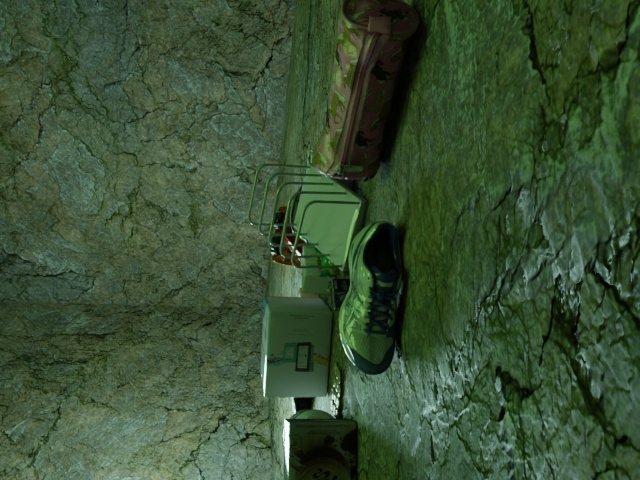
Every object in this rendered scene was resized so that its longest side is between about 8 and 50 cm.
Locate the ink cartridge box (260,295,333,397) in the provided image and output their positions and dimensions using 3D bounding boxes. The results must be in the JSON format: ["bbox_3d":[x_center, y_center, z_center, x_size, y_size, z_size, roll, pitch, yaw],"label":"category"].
[{"bbox_3d":[-0.081,0.329,1.968,0.198,0.197,0.269,-134,48,-77],"label":"ink cartridge box"}]

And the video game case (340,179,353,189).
[{"bbox_3d":[0.078,-0.263,1.698,0.193,0.023,0.212,-98,15,-49],"label":"video game case"}]

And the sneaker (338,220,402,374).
[{"bbox_3d":[0.100,0.105,1.198,0.131,0.112,0.296,125,146,-72],"label":"sneaker"}]

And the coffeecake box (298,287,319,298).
[{"bbox_3d":[-0.046,0.279,2.169,0.142,0.068,0.185,-104,19,-63],"label":"coffeecake box"}]

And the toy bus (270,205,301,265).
[{"bbox_3d":[-0.096,-0.029,2.410,0.211,0.150,0.220,-54,-29,-78],"label":"toy bus"}]

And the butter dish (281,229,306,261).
[{"bbox_3d":[-0.045,0.007,2.132,0.160,0.118,0.160,49,178,-11],"label":"butter dish"}]

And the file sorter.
[{"bbox_3d":[-0.045,-0.066,1.603,0.278,0.173,0.192,41,125,50],"label":"file sorter"}]

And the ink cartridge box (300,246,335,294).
[{"bbox_3d":[-0.010,0.082,1.931,0.089,0.092,0.143,101,169,-46],"label":"ink cartridge box"}]

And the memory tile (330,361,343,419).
[{"bbox_3d":[0.045,0.421,1.747,0.113,0.012,0.147,-139,53,-78],"label":"memory tile"}]

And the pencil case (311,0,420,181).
[{"bbox_3d":[0.083,-0.299,1.270,0.167,0.160,0.386,54,148,34],"label":"pencil case"}]

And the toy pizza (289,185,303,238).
[{"bbox_3d":[-0.024,-0.098,1.949,0.201,0.032,0.201,-32,-49,-46],"label":"toy pizza"}]

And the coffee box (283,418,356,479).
[{"bbox_3d":[-0.003,0.590,1.524,0.119,0.168,0.296,132,139,-76],"label":"coffee box"}]

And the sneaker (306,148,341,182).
[{"bbox_3d":[0.013,-0.180,1.850,0.235,0.094,0.152,138,126,-87],"label":"sneaker"}]

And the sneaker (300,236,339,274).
[{"bbox_3d":[0.000,0.000,1.791,0.295,0.124,0.109,-103,18,-56],"label":"sneaker"}]

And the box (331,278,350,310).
[{"bbox_3d":[0.064,0.134,1.540,0.018,0.067,0.083,106,165,-53],"label":"box"}]

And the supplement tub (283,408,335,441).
[{"bbox_3d":[-0.021,0.535,1.713,0.199,0.145,0.144,123,148,-72],"label":"supplement tub"}]

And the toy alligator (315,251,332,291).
[{"bbox_3d":[0.015,0.062,1.840,0.189,0.056,0.051,-95,-18,-44],"label":"toy alligator"}]

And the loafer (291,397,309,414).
[{"bbox_3d":[-0.070,0.542,2.221,0.078,0.076,0.223,-116,25,-55],"label":"loafer"}]
